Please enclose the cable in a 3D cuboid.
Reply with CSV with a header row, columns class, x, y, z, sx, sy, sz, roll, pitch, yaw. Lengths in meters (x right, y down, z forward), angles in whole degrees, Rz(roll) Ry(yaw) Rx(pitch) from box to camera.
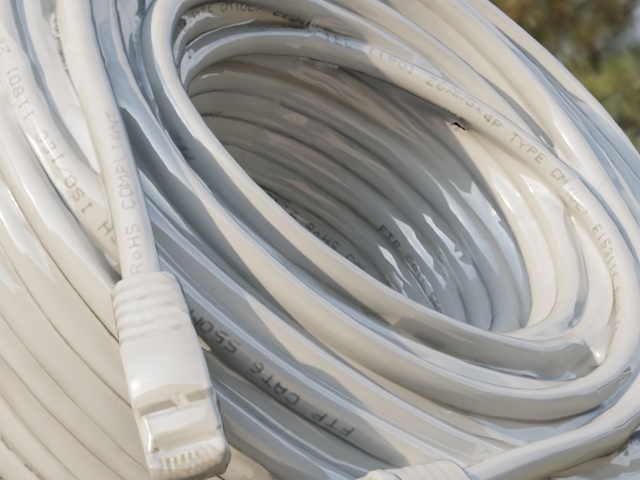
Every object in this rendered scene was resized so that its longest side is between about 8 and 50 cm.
class,x,y,z,sx,sy,sz,roll,pitch,yaw
cable,0.000,0.000,0.534,0.257,0.257,0.089,7,-47,-42
